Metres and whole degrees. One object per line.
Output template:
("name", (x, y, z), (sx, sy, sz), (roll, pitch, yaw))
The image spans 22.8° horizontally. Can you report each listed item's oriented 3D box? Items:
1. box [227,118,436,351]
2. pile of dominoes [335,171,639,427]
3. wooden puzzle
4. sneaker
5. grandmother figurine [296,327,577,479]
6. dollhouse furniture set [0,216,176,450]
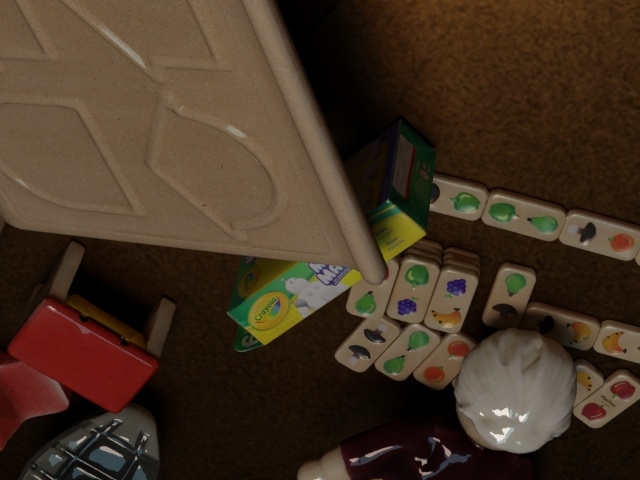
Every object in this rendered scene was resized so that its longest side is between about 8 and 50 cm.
("box", (0.000, 0.000, 1.114), (0.043, 0.105, 0.179), (41, 121, -20))
("pile of dominoes", (0.145, 0.059, 1.177), (0.251, 0.040, 0.196), (15, 126, -2))
("wooden puzzle", (-0.135, -0.119, 0.998), (0.348, 0.080, 0.322), (11, 143, 31))
("sneaker", (-0.213, 0.223, 1.316), (0.101, 0.106, 0.267), (33, 115, -8))
("grandmother figurine", (0.081, 0.191, 1.235), (0.208, 0.104, 0.342), (10, 134, -31))
("dollhouse furniture set", (-0.325, 0.060, 1.177), (0.374, 0.152, 0.201), (33, 124, -15))
